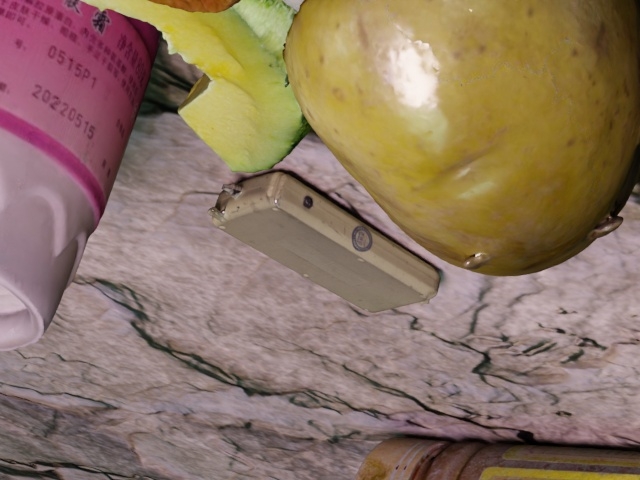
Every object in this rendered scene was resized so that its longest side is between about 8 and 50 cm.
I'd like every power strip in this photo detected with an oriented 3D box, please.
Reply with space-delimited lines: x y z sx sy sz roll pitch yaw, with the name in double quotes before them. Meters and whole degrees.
"power strip" 0.000 0.000 1.105 0.169 0.028 0.076 31 152 -31

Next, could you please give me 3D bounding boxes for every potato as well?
"potato" 0.087 -0.043 0.766 0.160 0.111 0.272 -21 158 10

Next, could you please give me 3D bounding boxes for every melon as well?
"melon" -0.051 -0.112 0.877 0.118 0.064 0.209 2 149 40

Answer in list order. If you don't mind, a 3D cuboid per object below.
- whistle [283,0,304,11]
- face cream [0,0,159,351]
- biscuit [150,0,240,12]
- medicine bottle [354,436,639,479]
"whistle" 0.046 -0.122 0.791 0.126 0.067 0.258 -4 154 14
"face cream" -0.197 -0.060 0.911 0.175 0.195 0.175 13 155 6
"biscuit" -0.114 -0.212 0.681 0.208 0.041 0.290 18 150 43
"medicine bottle" 0.192 0.242 1.329 0.322 0.151 0.151 -1 149 34
